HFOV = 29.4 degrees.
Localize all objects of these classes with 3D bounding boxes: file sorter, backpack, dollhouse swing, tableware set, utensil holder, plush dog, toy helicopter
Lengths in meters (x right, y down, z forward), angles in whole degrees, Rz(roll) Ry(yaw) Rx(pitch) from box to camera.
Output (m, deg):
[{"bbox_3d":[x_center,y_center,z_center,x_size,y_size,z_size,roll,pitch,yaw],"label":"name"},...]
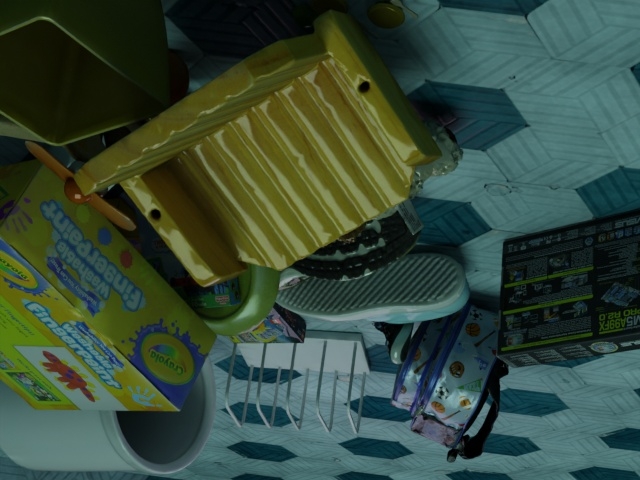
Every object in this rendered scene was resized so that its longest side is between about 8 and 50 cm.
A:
[{"bbox_3d":[-0.047,0.304,2.599,0.277,0.173,0.193,2,154,10],"label":"file sorter"},{"bbox_3d":[0.261,0.238,2.318,0.213,0.276,0.263,23,150,-1],"label":"backpack"},{"bbox_3d":[-0.068,-0.075,1.473,0.347,0.305,0.315,-30,109,17],"label":"dollhouse swing"},{"bbox_3d":[0.040,-0.290,1.539,0.104,0.024,0.154,31,147,-34],"label":"tableware set"},{"bbox_3d":[-0.474,0.338,2.618,0.385,0.328,0.327,-8,150,34],"label":"utensil holder"},{"bbox_3d":[0.042,-0.102,1.768,0.262,0.211,0.225,19,178,-19],"label":"plush dog"},{"bbox_3d":[-0.349,-0.145,1.694,0.355,0.235,0.140,7,154,1],"label":"toy helicopter"}]

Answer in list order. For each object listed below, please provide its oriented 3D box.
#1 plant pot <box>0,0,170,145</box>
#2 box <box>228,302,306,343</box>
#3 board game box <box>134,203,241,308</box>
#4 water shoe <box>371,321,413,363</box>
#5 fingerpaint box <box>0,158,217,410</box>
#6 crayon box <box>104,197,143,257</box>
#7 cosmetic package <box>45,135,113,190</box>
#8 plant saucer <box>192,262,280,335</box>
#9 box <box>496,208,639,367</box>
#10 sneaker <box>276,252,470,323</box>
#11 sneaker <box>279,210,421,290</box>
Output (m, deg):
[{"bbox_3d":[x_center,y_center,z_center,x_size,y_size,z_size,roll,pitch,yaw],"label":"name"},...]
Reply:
[{"bbox_3d":[-0.313,-0.265,1.496,0.212,0.187,0.212,-12,148,34],"label":"plant pot"},{"bbox_3d":[-0.141,0.143,2.439,0.159,0.044,0.233,-2,152,20],"label":"box"},{"bbox_3d":[-0.223,0.008,2.019,0.160,0.211,0.039,-7,-177,27],"label":"board game box"},{"bbox_3d":[0.130,0.163,2.255,0.080,0.203,0.073,12,114,6],"label":"water shoe"},{"bbox_3d":[-0.447,0.086,1.961,0.371,0.163,0.445,-6,136,39],"label":"fingerpaint box"},{"bbox_3d":[-0.416,0.009,2.199,0.323,0.083,0.203,-2,153,21],"label":"crayon box"},{"bbox_3d":[-0.383,-0.111,1.910,0.085,0.117,0.231,20,153,-25],"label":"cosmetic package"},{"bbox_3d":[-0.175,0.045,2.049,0.241,0.241,0.037,-12,180,34],"label":"plant saucer"},{"bbox_3d":[0.417,0.080,1.967,0.270,0.216,0.060,-15,147,37],"label":"box"},{"bbox_3d":[0.091,0.100,2.195,0.366,0.135,0.150,3,158,20],"label":"sneaker"},{"bbox_3d":[0.000,0.000,2.066,0.410,0.158,0.182,-12,179,32],"label":"sneaker"}]
